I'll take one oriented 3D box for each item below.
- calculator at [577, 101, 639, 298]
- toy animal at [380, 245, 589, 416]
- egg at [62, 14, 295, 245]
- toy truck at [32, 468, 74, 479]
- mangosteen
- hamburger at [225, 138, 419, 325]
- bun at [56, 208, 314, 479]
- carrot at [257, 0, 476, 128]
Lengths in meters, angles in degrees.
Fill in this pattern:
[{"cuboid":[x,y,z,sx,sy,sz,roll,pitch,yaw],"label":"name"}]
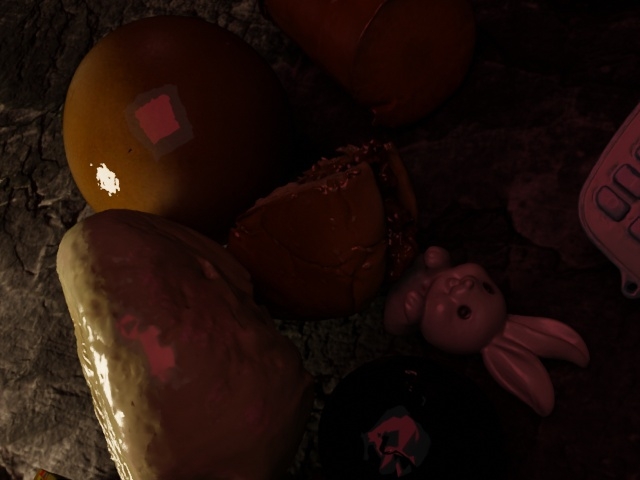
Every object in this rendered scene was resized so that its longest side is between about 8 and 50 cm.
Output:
[{"cuboid":[0.452,-0.083,0.976,0.256,0.054,0.386,44,92,13],"label":"calculator"},{"cuboid":[0.178,0.088,1.014,0.221,0.130,0.103,21,54,27],"label":"toy animal"},{"cuboid":[-0.179,-0.136,1.170,0.282,0.282,0.351,-44,41,-1],"label":"egg"},{"cuboid":[-0.349,0.403,1.098,0.127,0.127,0.257,14,73,43],"label":"toy truck"},{"cuboid":[0.084,0.232,0.968,0.194,0.194,0.230,32,117,31],"label":"mangosteen"},{"cuboid":[0.000,0.000,1.054,0.245,0.282,0.155,30,44,30],"label":"hamburger"},{"cuboid":[-0.135,0.129,0.974,0.213,0.361,0.361,-18,57,-17],"label":"bun"},{"cuboid":[0.053,-0.284,1.229,0.196,0.196,0.254,-46,47,-2],"label":"carrot"}]
